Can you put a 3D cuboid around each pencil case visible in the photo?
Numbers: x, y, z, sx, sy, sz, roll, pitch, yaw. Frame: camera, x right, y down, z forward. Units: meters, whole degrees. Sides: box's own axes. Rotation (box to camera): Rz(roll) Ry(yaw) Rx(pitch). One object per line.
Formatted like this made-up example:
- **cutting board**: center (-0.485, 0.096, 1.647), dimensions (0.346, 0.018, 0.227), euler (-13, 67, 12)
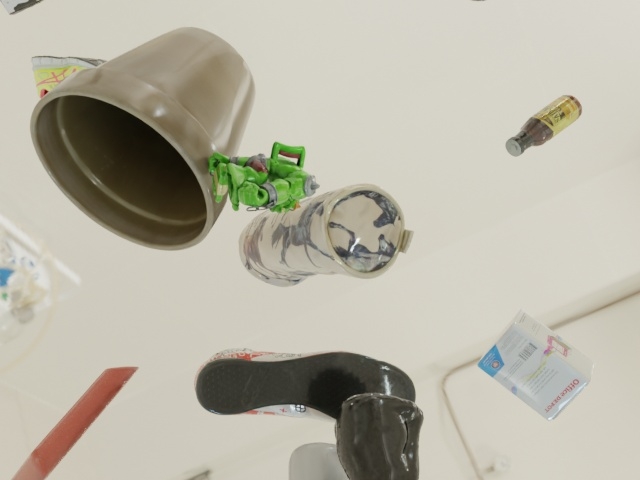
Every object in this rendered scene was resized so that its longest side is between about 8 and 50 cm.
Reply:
- **pencil case**: center (0.000, 0.000, 1.564), dimensions (0.410, 0.183, 0.160), euler (-11, -108, 63)

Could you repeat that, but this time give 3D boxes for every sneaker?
- **sneaker**: center (-0.467, -0.302, 1.606), dimensions (0.081, 0.208, 0.094), euler (-7, 103, -55)
- **sneaker**: center (-0.024, 0.179, 1.067), dimensions (0.145, 0.269, 0.090), euler (160, -67, -81)

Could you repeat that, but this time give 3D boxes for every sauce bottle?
- **sauce bottle**: center (0.297, -0.151, 1.123), dimensions (0.042, 0.128, 0.042), euler (36, -34, 29)

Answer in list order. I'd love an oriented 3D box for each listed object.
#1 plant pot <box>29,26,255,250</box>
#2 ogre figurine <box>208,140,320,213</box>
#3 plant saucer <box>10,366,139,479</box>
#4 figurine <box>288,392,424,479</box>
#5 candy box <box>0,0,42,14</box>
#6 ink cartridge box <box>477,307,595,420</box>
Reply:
- **plant pot**: center (-0.252, -0.190, 1.366), dimensions (0.323, 0.323, 0.280), euler (58, 45, -31)
- **ogre figurine**: center (-0.076, -0.084, 1.140), dimensions (0.197, 0.118, 0.097), euler (174, -88, -71)
- **plant saucer**: center (-0.446, 0.344, 1.464), dimensions (0.047, 0.259, 0.258), euler (40, 43, -3)
- **figurine**: center (0.029, 0.299, 0.877), dimensions (0.092, 0.215, 0.210), euler (17, 49, -18)
- **candy box**: center (-0.308, -0.371, 0.844), dimensions (0.233, 0.071, 0.159), euler (61, 41, -26)
- **ink cartridge box**: center (0.287, 0.166, 1.118), dimensions (0.122, 0.089, 0.052), euler (38, 32, 9)
